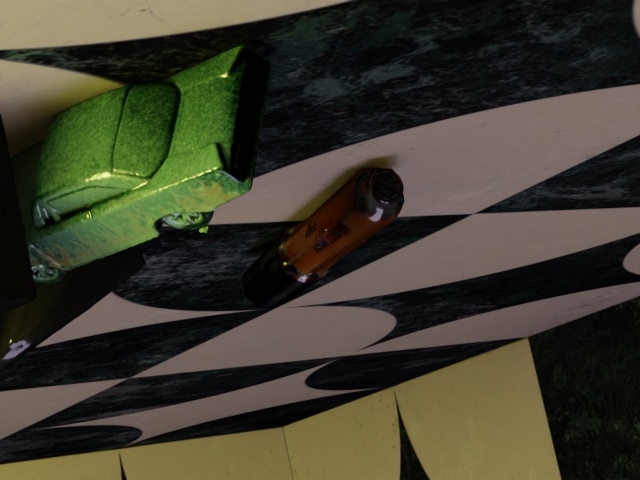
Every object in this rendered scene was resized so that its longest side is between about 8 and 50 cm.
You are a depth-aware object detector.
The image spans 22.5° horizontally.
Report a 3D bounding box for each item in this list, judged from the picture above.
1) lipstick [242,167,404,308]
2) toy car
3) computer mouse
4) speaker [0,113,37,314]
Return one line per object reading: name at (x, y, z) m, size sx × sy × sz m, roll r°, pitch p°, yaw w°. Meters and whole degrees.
lipstick at (0.000, 0.000, 1.950) m, size 0.077 × 0.077 × 0.418 m, roll -7°, pitch 165°, yaw -23°
toy car at (-0.180, -0.063, 1.381) m, size 0.320 × 0.141 × 0.097 m, roll -20°, pitch 138°, yaw 35°
computer mouse at (-0.312, 0.060, 1.850) m, size 0.137 × 0.086 × 0.269 m, roll -35°, pitch -179°, yaw 29°
speaker at (-0.409, 0.007, 1.334) m, size 0.254 × 0.184 × 0.232 m, roll -2°, pitch 165°, yaw -45°
